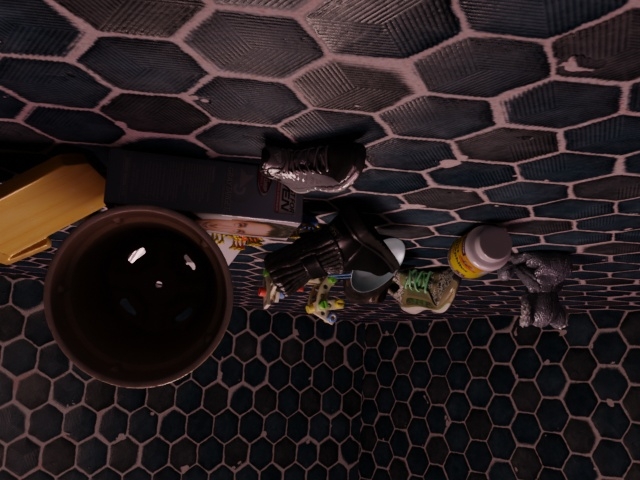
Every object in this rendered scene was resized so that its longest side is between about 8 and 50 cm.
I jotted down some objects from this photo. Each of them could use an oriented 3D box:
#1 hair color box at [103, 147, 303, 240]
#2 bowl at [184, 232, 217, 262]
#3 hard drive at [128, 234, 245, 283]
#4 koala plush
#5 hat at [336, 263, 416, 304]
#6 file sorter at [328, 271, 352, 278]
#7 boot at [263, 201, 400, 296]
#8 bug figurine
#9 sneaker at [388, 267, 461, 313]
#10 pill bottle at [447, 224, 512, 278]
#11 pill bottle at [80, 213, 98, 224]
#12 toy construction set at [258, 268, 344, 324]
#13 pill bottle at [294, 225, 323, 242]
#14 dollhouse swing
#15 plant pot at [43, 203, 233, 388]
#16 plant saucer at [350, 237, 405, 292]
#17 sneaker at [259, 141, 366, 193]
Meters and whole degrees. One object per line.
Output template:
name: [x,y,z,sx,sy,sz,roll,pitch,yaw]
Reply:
hair color box: [-0.234,-0.087,1.373,0.375,0.113,0.185,5,169,-11]
bowl: [-0.351,-0.012,1.781,0.142,0.142,0.053,17,-155,-48]
hard drive: [-0.388,0.039,1.887,0.319,0.040,0.210,17,118,-48]
koala plush: [0.646,0.152,1.984,0.196,0.221,0.203,9,167,-24]
hat: [0.147,0.135,2.159,0.332,0.133,0.331,3,180,0]
file sorter: [0.033,0.045,1.944,0.118,0.104,0.170,-7,164,39]
boot: [0.031,0.051,1.654,0.260,0.131,0.348,-35,149,9]
bug figurine: [-0.146,-0.035,1.685,0.279,0.072,0.216,-11,169,34]
sneaker: [0.341,0.160,2.362,0.182,0.157,0.410,26,157,-16]
pill bottle: [0.408,0.028,1.714,0.118,0.117,0.215,5,168,-5]
pill bottle: [-0.563,-0.027,1.823,0.152,0.085,0.086,3,168,5]
toy construction set: [-0.075,0.159,2.247,0.328,0.214,0.151,13,165,-37]
pill bottle: [0.000,0.000,1.802,0.137,0.078,0.078,5,168,-5]
dollhouse swing: [-0.662,-0.137,1.398,0.315,0.305,0.347,44,171,8]
plant pot: [-0.342,0.097,1.361,0.334,0.333,0.305,5,180,-6]
plant saucer: [0.156,0.063,1.932,0.195,0.194,0.037,18,-158,-49]
sneaker: [-0.033,-0.132,1.172,0.132,0.086,0.229,14,165,-33]
